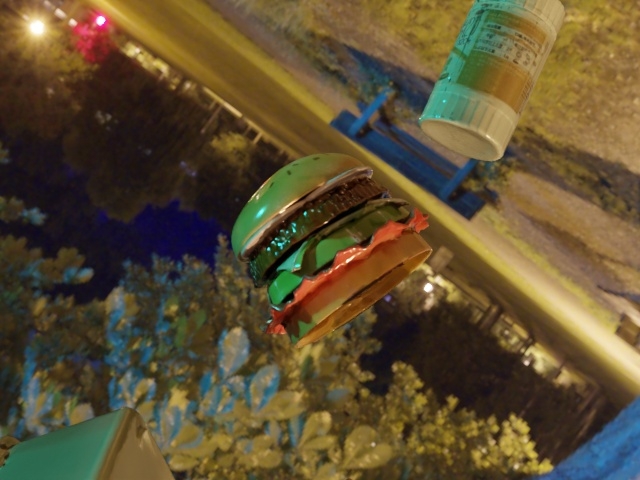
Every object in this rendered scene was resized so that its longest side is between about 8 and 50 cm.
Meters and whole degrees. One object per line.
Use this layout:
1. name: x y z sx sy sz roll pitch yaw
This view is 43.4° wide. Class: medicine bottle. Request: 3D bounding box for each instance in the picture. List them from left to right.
1. medicine bottle: 0.088 -0.087 0.409 0.047 0.083 0.047 25 172 4

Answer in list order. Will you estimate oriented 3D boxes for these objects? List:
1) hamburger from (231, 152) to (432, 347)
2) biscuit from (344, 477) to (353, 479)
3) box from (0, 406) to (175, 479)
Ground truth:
1. hamburger: 0.003 -0.002 0.701 0.137 0.175 0.175 56 -174 10
2. biscuit: 0.057 0.286 0.564 0.228 0.176 0.031 40 176 -14
3. box: -0.133 0.184 0.374 0.210 0.129 0.148 -103 -8 -74
